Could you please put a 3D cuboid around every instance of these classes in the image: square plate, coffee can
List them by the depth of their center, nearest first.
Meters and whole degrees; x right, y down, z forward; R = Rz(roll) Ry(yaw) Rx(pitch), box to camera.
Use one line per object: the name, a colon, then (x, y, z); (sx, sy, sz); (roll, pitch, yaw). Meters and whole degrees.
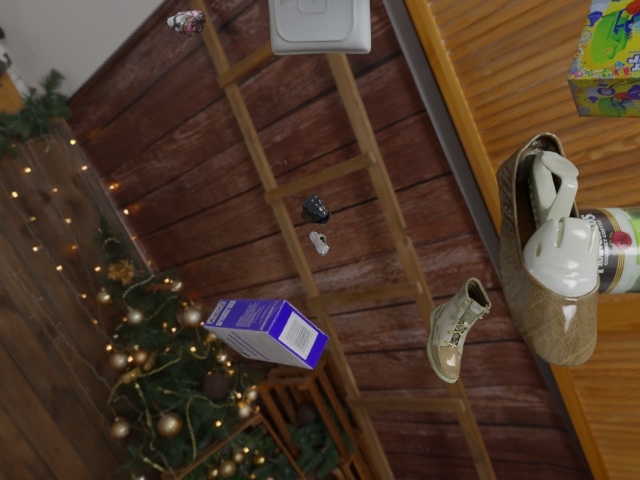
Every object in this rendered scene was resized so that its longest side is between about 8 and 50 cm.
coffee can: (0.639, 0.024, 1.073); (0.275, 0.202, 0.201); (-1, 13, 0)
square plate: (-0.018, -0.755, 1.456); (0.343, 0.348, 0.049); (6, 31, 18)

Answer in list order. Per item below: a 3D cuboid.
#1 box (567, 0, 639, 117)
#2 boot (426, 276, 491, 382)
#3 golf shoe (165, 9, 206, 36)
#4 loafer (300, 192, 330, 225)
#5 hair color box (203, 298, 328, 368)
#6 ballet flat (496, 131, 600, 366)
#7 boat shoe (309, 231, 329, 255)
box: (0.757, -0.436, 1.056); (0.289, 0.177, 0.280); (14, 81, 40)
boot: (0.321, 0.202, 1.088); (0.213, 0.077, 0.165); (-77, 15, -47)
golf shoe: (-0.403, -0.668, 1.435); (0.186, 0.085, 0.068); (-80, 9, -62)
loafer: (-0.011, -0.075, 1.372); (0.076, 0.078, 0.223); (-42, -4, -5)
hair color box: (-0.161, 0.256, 1.329); (0.338, 0.185, 0.110); (-9, 44, 47)
ballet flat: (0.296, -0.017, 0.608); (0.116, 0.124, 0.343); (11, 51, 4)
boat shoe: (0.000, 0.000, 1.264); (0.035, 0.035, 0.100); (-49, 32, 15)
